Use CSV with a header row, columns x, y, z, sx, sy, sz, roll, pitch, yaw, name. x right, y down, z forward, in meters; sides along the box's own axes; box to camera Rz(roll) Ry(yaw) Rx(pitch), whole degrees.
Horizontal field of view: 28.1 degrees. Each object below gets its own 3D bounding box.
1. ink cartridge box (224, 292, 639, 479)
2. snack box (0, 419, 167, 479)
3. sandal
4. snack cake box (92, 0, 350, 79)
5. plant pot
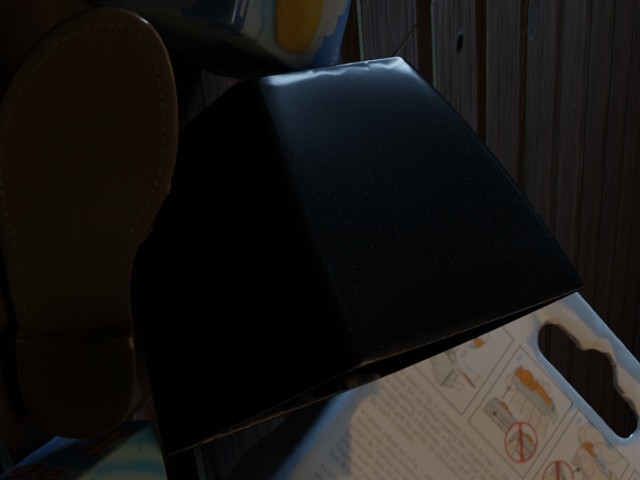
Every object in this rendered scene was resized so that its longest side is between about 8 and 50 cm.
x,y,z,sx,sy,sz,roll,pitch,yaw,name
0.094,0.214,0.929,0.308,0.091,0.385,46,66,-18,ink cartridge box
-0.163,0.234,0.609,0.322,0.060,0.187,-35,118,-61,snack box
-0.122,-0.017,0.655,0.079,0.088,0.240,-104,-160,-60,sandal
-0.028,-0.232,0.726,0.152,0.089,0.264,19,83,-68,snack cake box
0.000,0.000,0.727,0.187,0.188,0.167,-15,80,-40,plant pot
